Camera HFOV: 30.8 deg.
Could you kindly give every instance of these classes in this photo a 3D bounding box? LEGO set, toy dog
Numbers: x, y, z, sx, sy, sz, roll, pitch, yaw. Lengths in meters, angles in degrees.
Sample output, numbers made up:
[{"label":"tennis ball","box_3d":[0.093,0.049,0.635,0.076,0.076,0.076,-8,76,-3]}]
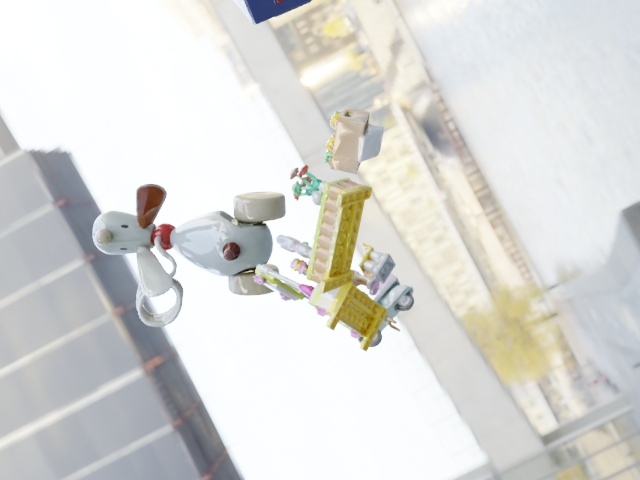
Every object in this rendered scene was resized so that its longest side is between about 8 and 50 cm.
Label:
[{"label":"LEGO set","box_3d":[0.000,0.000,1.075,0.107,0.132,0.287,24,150,30]},{"label":"toy dog","box_3d":[-0.209,0.010,1.785,0.161,0.334,0.220,-21,-87,-70]}]

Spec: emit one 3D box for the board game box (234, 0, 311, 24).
[{"label":"board game box","box_3d":[-0.078,-0.265,0.810,0.194,0.060,0.194,69,170,-25]}]
